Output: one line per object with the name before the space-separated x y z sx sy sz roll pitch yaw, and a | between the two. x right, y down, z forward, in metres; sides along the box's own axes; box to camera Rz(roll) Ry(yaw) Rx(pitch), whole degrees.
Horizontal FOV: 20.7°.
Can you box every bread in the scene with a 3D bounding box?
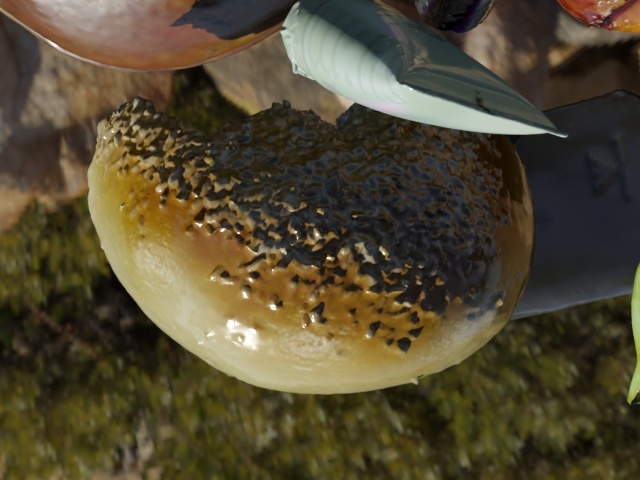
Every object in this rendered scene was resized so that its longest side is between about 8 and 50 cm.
bread | -0.004 0.003 1.168 0.314 0.192 0.171 9 137 -7

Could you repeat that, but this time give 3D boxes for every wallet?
wallet | 0.157 -0.016 1.667 0.378 0.051 0.197 -13 82 11

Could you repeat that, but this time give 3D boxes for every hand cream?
hand cream | 0.036 -0.078 0.797 0.078 0.205 0.050 17 99 -23

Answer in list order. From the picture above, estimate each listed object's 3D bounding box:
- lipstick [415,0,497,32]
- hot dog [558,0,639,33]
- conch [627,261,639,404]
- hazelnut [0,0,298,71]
lipstick | 0.140 -0.272 1.258 0.077 0.077 0.418 -6 160 -11
hot dog | 0.352 -0.260 1.403 0.365 0.196 0.367 21 157 -11
conch | 0.321 0.053 1.534 0.095 0.079 0.200 4 114 13
hazelnut | -0.135 -0.351 1.305 0.402 0.402 0.429 -35 105 10
